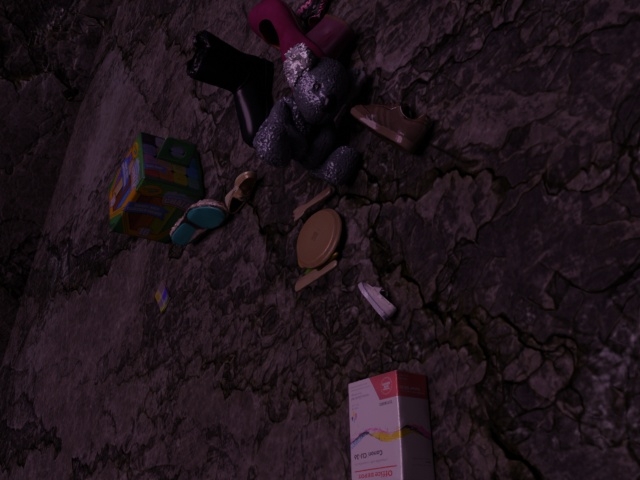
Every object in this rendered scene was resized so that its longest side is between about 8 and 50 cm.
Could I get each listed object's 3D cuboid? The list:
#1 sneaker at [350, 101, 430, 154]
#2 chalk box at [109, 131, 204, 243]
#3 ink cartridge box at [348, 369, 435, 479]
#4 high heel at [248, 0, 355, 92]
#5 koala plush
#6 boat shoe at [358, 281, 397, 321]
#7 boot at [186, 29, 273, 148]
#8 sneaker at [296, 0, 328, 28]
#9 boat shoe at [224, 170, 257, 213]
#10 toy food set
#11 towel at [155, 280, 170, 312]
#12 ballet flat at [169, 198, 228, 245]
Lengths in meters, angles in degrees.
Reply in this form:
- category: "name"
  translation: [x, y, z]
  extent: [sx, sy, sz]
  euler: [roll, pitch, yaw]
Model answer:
- category: "sneaker"
  translation: [0.126, -0.211, 1.256]
  extent: [0.071, 0.066, 0.188]
  euler: [-52, 42, 4]
- category: "chalk box"
  translation: [-0.433, -0.157, 1.926]
  extent: [0.289, 0.180, 0.179]
  euler: [-48, 42, 36]
- category: "ink cartridge box"
  translation: [0.104, 0.304, 1.061]
  extent: [0.115, 0.067, 0.198]
  euler: [-30, 54, 46]
- category: "high heel"
  translation: [-0.095, -0.418, 1.547]
  extent: [0.181, 0.127, 0.377]
  euler: [-50, 36, -8]
- category: "koala plush"
  translation: [-0.018, -0.250, 1.360]
  extent: [0.221, 0.196, 0.203]
  euler: [-69, 24, 16]
- category: "boat shoe"
  translation: [0.097, 0.094, 1.192]
  extent: [0.035, 0.035, 0.100]
  euler: [-40, 35, 1]
- category: "boot"
  translation: [-0.216, -0.351, 1.664]
  extent: [0.094, 0.207, 0.247]
  euler: [-21, 61, 50]
- category: "sneaker"
  translation: [-0.002, -0.519, 1.576]
  extent: [0.119, 0.047, 0.057]
  euler: [-45, 63, 39]
- category: "boat shoe"
  translation: [-0.182, -0.110, 1.665]
  extent: [0.135, 0.050, 0.045]
  euler: [-50, 43, 47]
- category: "toy food set"
  translation: [0.000, 0.000, 1.371]
  extent: [0.132, 0.038, 0.192]
  euler: [-33, 46, 36]
- category: "towel"
  translation: [-0.433, 0.154, 1.954]
  extent: [0.060, 0.009, 0.083]
  euler: [-60, 36, 19]
- category: "ballet flat"
  translation: [-0.304, -0.061, 1.794]
  extent: [0.241, 0.091, 0.077]
  euler: [-27, 34, 44]
